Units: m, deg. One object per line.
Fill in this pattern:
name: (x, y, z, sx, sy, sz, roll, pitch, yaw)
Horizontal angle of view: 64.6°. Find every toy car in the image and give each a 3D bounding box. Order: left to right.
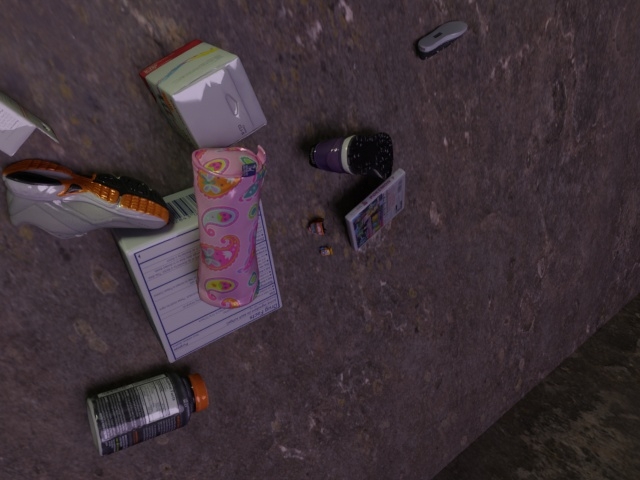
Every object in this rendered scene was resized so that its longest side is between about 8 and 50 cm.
toy car: (0.000, 0.000, 1.252, 0.041, 0.060, 0.121, -10, 120, 6)

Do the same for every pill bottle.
pill bottle: (-0.381, 0.376, 1.137, 0.246, 0.130, 0.130, -11, 122, -31)

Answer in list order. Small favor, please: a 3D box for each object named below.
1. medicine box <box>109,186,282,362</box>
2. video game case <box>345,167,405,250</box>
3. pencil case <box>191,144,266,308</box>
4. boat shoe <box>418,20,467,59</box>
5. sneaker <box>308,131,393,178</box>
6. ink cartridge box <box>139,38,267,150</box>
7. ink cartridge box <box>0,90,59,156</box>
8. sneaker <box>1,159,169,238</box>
medicine box: (-0.243, 0.054, 1.034, 0.264, 0.149, 0.289, -25, 129, -23)
video game case: (0.142, -0.073, 1.279, 0.183, 0.023, 0.201, -42, 159, -9)
pencil case: (-0.153, -0.021, 0.856, 0.124, 0.124, 0.283, -14, 128, -30)
boat shoe: (0.284, -0.471, 1.190, 0.142, 0.049, 0.040, -32, 150, -16)
sneaker: (0.075, -0.200, 1.168, 0.283, 0.124, 0.107, -7, 100, -60)
ink cartridge box: (-0.201, -0.245, 0.867, 0.127, 0.176, 0.128, -36, 132, -14)
ink cartridge box: (-0.486, -0.190, 0.736, 0.061, 0.104, 0.181, -50, 134, -1)
sneaker: (-0.400, -0.051, 0.877, 0.263, 0.099, 0.121, 14, 122, -16)
